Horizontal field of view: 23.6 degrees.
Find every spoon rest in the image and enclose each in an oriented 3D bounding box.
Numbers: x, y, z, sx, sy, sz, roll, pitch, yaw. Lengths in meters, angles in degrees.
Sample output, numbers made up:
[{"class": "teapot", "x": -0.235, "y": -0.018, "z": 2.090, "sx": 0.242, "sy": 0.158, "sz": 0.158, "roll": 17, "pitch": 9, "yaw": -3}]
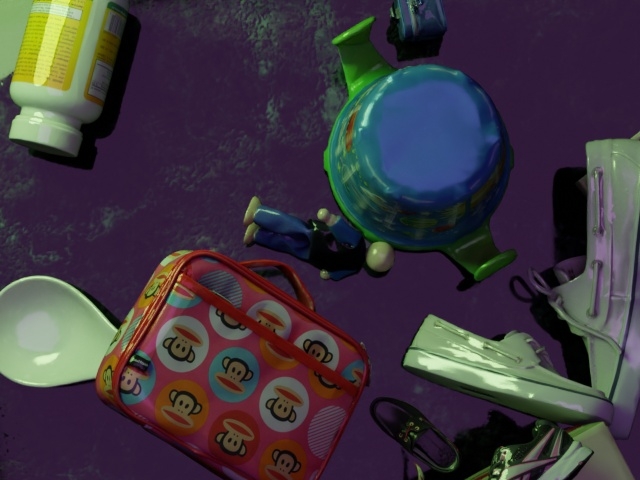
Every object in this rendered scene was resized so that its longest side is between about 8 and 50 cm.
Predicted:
[{"class": "spoon rest", "x": -0.280, "y": 0.130, "z": 1.884, "sx": 0.276, "sy": 0.084, "sz": 0.137, "roll": 15, "pitch": 85, "yaw": 1}]

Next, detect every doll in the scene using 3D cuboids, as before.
[{"class": "doll", "x": 0.000, "y": 0.000, "z": 1.882, "sx": 0.189, "sy": 0.129, "sz": 0.046, "roll": 17, "pitch": 53, "yaw": 9}]

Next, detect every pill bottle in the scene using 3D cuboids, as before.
[{"class": "pill bottle", "x": -0.316, "y": -0.214, "z": 1.897, "sx": 0.118, "sy": 0.117, "sz": 0.208, "roll": 13, "pitch": 85, "yaw": 2}]

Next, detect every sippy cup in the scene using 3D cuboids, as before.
[{"class": "sippy cup", "x": 0.123, "y": -0.110, "z": 1.831, "sx": 0.306, "sy": 0.224, "sz": 0.240, "roll": 24, "pitch": 86, "yaw": 2}]

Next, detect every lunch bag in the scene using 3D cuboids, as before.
[{"class": "lunch bag", "x": -0.093, "y": 0.146, "z": 1.828, "sx": 0.293, "sy": 0.120, "sz": 0.258, "roll": 33, "pitch": 75, "yaw": -19}, {"class": "lunch bag", "x": 0.119, "y": -0.283, "z": 1.908, "sx": 0.065, "sy": 0.098, "sz": 0.067, "roll": -11, "pitch": 90, "yaw": 2}]

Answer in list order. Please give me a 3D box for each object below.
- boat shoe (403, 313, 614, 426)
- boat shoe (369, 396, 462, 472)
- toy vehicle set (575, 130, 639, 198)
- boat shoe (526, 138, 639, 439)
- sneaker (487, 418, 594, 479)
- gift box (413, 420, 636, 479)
[{"class": "boat shoe", "x": 0.232, "y": 0.153, "z": 1.845, "sx": 0.268, "sy": 0.096, "sz": 0.088, "roll": 14, "pitch": 75, "yaw": 32}, {"class": "boat shoe", "x": 0.118, "y": 0.238, "z": 1.892, "sx": 0.133, "sy": 0.042, "sz": 0.049, "roll": 38, "pitch": 88, "yaw": 5}, {"class": "toy vehicle set", "x": 0.474, "y": -0.090, "z": 1.919, "sx": 0.267, "sy": 0.035, "sz": 0.166, "roll": -39, "pitch": 86, "yaw": -3}, {"class": "boat shoe", "x": 0.327, "y": 0.056, "z": 1.844, "sx": 0.157, "sy": 0.136, "sz": 0.367, "roll": 7, "pitch": 104, "yaw": 12}, {"class": "sneaker", "x": 0.205, "y": 0.263, "z": 1.647, "sx": 0.178, "sy": 0.072, "sz": 0.077, "roll": -37, "pitch": 70, "yaw": -22}, {"class": "gift box", "x": 0.230, "y": 0.352, "z": 1.785, "sx": 0.258, "sy": 0.255, "sz": 0.276, "roll": -27, "pitch": 79, "yaw": -11}]
